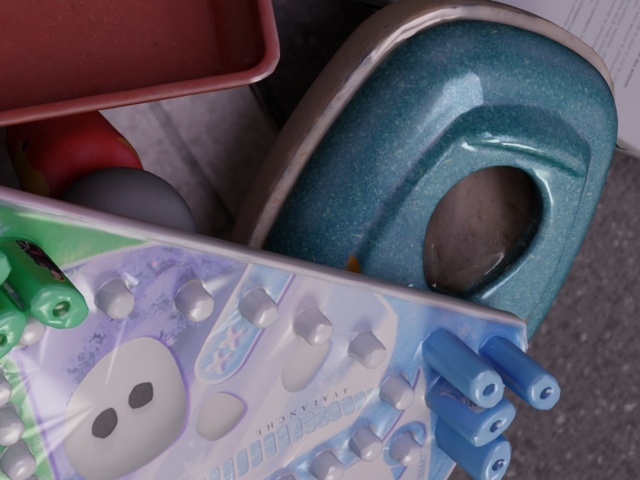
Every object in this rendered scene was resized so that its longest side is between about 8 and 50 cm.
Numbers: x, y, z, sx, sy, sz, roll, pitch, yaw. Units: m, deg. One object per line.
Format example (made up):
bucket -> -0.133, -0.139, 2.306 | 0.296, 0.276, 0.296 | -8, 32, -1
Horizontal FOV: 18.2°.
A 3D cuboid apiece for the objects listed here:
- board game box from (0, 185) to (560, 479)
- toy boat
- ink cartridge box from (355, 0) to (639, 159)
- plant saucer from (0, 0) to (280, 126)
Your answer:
board game box -> -0.104, 0.180, 0.893 | 0.390, 0.050, 0.390 | 15, 111, -47
toy boat -> 0.000, 0.000, 0.985 | 0.318, 0.148, 0.267 | 9, 115, -32
ink cartridge box -> 0.144, -0.157, 1.115 | 0.332, 0.065, 0.165 | 27, 86, -33
plant saucer -> -0.160, -0.144, 0.811 | 0.258, 0.048, 0.259 | -10, 65, -2
